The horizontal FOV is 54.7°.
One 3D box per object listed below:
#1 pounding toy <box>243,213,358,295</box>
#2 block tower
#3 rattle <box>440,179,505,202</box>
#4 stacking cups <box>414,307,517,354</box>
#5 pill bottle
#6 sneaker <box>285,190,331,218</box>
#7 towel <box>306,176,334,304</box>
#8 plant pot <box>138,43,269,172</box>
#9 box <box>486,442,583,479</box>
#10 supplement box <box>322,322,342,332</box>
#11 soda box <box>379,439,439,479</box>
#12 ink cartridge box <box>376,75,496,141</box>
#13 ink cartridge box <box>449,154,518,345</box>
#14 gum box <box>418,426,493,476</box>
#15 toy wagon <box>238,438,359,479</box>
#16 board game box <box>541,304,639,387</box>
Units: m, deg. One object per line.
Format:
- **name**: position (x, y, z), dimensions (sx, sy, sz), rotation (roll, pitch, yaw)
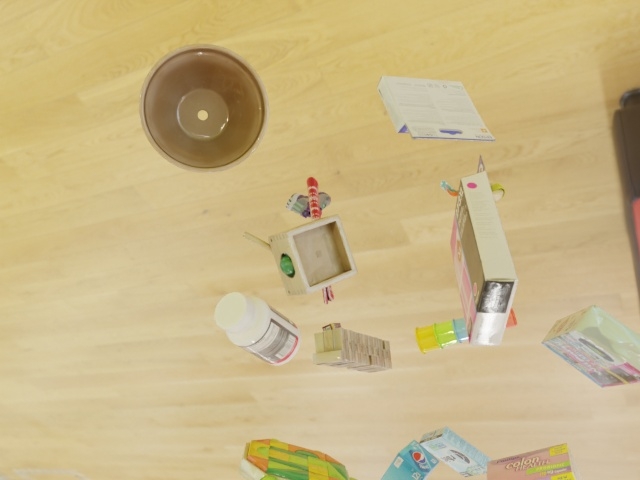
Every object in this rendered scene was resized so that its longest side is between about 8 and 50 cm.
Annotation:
- **pounding toy**: position (-0.035, 0.022, 1.065), dimensions (0.100, 0.141, 0.130), rotation (-13, 97, 60)
- **block tower**: position (0.101, 0.323, 1.796), dimensions (0.091, 0.097, 0.335), rotation (-15, 160, 28)
- **rattle**: position (0.438, -0.108, 1.831), dimensions (0.200, 0.130, 0.142), rotation (-13, 137, -26)
- **stacking cups**: position (0.466, 0.287, 1.981), dimensions (0.316, 0.096, 0.096), rotation (-17, 131, 21)
- **pill bottle**: position (-0.216, 0.298, 2.121), dimensions (0.176, 0.176, 0.318), rotation (-11, 146, 27)
- **sneaker**: position (-0.017, -0.104, 2.042), dimensions (0.098, 0.224, 0.083), rotation (39, 117, 24)
- **towel**: position (0.000, 0.000, 1.552), dimensions (0.031, 0.274, 0.199), rotation (-8, 153, 0)
- **plant pot**: position (-0.223, -0.246, 1.187), dimensions (0.237, 0.237, 0.110), rotation (26, 179, -13)
- **box**: position (0.569, 0.669, 1.567), dimensions (0.214, 0.117, 0.243), rotation (-22, 100, 21)
- **supplement box**: position (0.047, 0.328, 2.219), dimensions (0.043, 0.055, 0.083), rotation (-26, 163, 19)
- **soda box**: position (0.148, 0.500, 1.228), dimensions (0.067, 0.071, 0.210), rotation (38, 117, 23)
- **ink cartridge box**: position (0.266, -0.293, 1.437), dimensions (0.223, 0.224, 0.045), rotation (-1, 140, -20)
- **ink cartridge box**: position (0.305, 0.007, 1.205), dimensions (0.069, 0.370, 0.175), rotation (2, 132, 3)
- **gum box**: position (0.419, 0.656, 1.912), dimensions (0.184, 0.041, 0.157), rotation (36, 148, 1)
- **toy wagon**: position (-0.024, 0.570, 1.497), dimensions (0.345, 0.068, 0.267), rotation (15, -179, -3)
- **board game box**: position (0.779, 0.302, 1.730), dimensions (0.224, 0.097, 0.303), rotation (37, 170, 12)
